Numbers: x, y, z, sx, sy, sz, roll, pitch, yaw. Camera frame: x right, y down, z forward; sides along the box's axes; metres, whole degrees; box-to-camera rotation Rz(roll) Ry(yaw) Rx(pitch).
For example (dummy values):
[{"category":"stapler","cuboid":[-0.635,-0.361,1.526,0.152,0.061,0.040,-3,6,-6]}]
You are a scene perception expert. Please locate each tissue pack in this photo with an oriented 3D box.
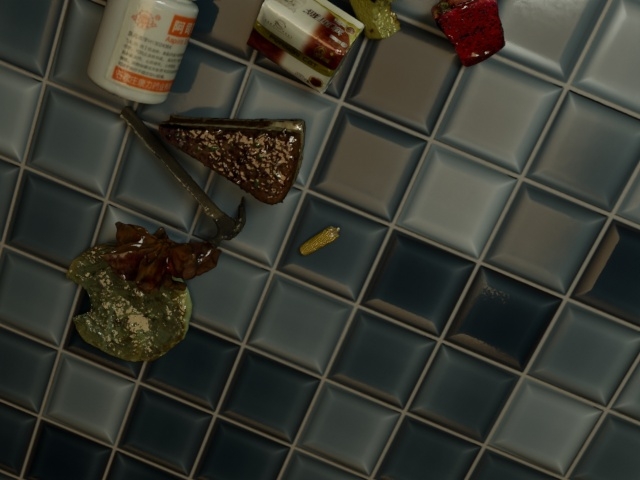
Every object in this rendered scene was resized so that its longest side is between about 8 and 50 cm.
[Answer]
[{"category":"tissue pack","cuboid":[-0.026,-0.325,1.248,0.148,0.099,0.106,32,142,-3]}]

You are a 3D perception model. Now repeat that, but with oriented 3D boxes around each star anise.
[{"category":"star anise","cuboid":[-0.273,0.034,1.359,0.212,0.196,0.111,14,93,-17]}]

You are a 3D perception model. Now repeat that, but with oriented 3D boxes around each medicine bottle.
[{"category":"medicine bottle","cuboid":[-0.276,-0.359,1.265,0.144,0.144,0.252,22,110,0]}]

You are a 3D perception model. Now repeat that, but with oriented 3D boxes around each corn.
[{"category":"corn","cuboid":[0.000,0.000,1.402,0.083,0.028,0.027,-31,80,16]}]

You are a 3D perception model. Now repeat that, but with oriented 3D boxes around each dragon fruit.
[{"category":"dragon fruit","cuboid":[0.231,-0.356,1.224,0.102,0.096,0.147,-16,148,16]}]

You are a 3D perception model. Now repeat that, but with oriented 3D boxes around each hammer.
[{"category":"hammer","cuboid":[-0.245,-0.118,1.369,0.297,0.125,0.027,46,133,1]}]

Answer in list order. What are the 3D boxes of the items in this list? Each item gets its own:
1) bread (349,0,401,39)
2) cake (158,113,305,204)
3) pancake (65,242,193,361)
[{"category":"bread","cuboid":[0.070,-0.407,1.192,0.088,0.049,0.226,9,141,41]},{"category":"cake","cuboid":[-0.149,-0.139,1.335,0.246,0.112,0.135,3,111,7]},{"category":"pancake","cuboid":[-0.361,0.118,1.486,0.253,0.037,0.253,2,109,7]}]
